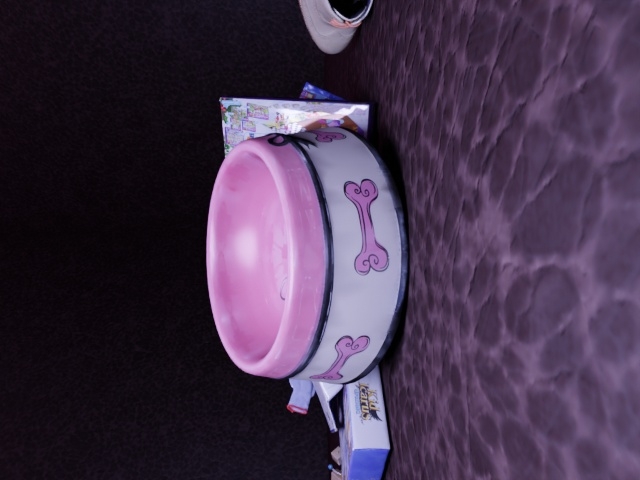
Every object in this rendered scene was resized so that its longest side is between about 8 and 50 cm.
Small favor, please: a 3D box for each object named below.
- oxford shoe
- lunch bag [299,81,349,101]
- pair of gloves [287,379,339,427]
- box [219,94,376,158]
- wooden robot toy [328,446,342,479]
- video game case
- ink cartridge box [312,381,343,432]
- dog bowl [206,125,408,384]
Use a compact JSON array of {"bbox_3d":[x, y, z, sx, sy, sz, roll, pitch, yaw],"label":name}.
[{"bbox_3d":[0.030,-0.468,0.845,0.397,0.141,0.146,89,173,-81],"label":"oxford shoe"},{"bbox_3d":[-0.003,-0.214,1.042,0.293,0.138,0.220,-45,-21,-83],"label":"lunch bag"},{"bbox_3d":[0.009,0.339,0.996,0.023,0.198,0.159,-52,19,42],"label":"pair of gloves"},{"bbox_3d":[-0.046,-0.169,0.834,0.057,0.294,0.200,-48,-37,-60],"label":"box"},{"bbox_3d":[0.072,0.629,1.137,0.079,0.076,0.173,22,118,49],"label":"wooden robot toy"},{"bbox_3d":[0.071,0.326,0.807,0.244,0.061,0.269,-90,1,-49],"label":"video game case"},{"bbox_3d":[0.001,0.269,0.876,0.223,0.046,0.223,93,154,-66],"label":"ink cartridge box"},{"bbox_3d":[-0.057,0.023,0.668,0.408,0.151,0.407,2,92,58],"label":"dog bowl"}]
